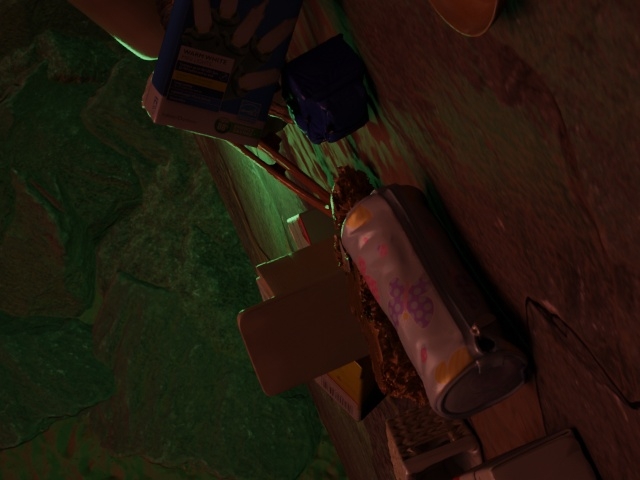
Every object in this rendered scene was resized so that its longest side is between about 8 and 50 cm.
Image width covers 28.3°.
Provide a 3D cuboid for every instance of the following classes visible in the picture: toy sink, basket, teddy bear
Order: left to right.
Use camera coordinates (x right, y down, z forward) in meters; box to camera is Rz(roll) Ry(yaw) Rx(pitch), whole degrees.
[{"bbox_3d":[-0.013,0.104,1.905,0.131,0.234,0.153,-129,18,-61],"label":"toy sink"},{"bbox_3d":[0.091,0.048,1.633,0.338,0.113,0.245,-113,11,-61],"label":"teddy bear"},{"bbox_3d":[0.160,0.315,1.790,0.167,0.113,0.103,77,169,-45],"label":"basket"}]

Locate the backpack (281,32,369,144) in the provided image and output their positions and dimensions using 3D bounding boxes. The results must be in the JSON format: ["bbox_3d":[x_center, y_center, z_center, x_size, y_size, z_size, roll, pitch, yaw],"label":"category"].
[{"bbox_3d":[0.008,-0.168,1.539,0.101,0.098,0.120,60,168,23],"label":"backpack"}]

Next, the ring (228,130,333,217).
[{"bbox_3d":[-0.068,-0.123,1.857,0.336,0.032,0.336,37,177,2],"label":"ring"}]

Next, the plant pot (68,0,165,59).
[{"bbox_3d":[-0.317,-0.476,2.183,0.280,0.323,0.323,54,179,-31],"label":"plant pot"}]

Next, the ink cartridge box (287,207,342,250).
[{"bbox_3d":[0.000,0.000,2.122,0.150,0.063,0.109,164,83,-81],"label":"ink cartridge box"}]

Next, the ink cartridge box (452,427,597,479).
[{"bbox_3d":[0.235,0.307,1.351,0.237,0.100,0.172,104,142,-76],"label":"ink cartridge box"}]

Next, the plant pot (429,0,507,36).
[{"bbox_3d":[0.093,-0.273,0.976,0.236,0.032,0.236,157,90,-82],"label":"plant pot"}]

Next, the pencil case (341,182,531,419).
[{"bbox_3d":[0.120,0.063,1.388,0.273,0.113,0.124,61,176,38],"label":"pencil case"}]

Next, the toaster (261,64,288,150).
[{"bbox_3d":[-0.121,-0.251,2.014,0.146,0.129,0.227,123,124,-77],"label":"toaster"}]

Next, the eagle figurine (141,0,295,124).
[{"bbox_3d":[-0.125,-0.313,1.638,0.225,0.226,0.298,-52,-43,-53],"label":"eagle figurine"}]

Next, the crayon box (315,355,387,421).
[{"bbox_3d":[0.026,0.178,2.165,0.202,0.081,0.318,44,164,16],"label":"crayon box"}]

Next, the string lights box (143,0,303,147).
[{"bbox_3d":[-0.104,-0.253,1.478,0.077,0.133,0.260,-128,53,-63],"label":"string lights box"}]
